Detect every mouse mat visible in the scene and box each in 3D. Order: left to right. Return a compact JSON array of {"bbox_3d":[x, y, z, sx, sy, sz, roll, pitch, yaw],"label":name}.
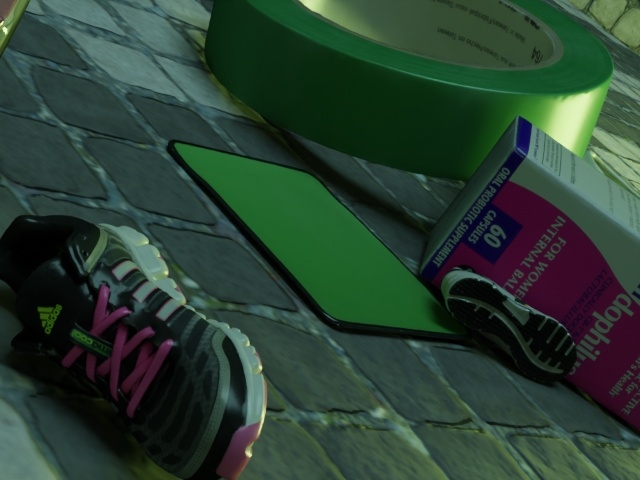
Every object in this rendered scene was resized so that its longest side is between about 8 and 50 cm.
[{"bbox_3d":[0.000,0.000,0.908,0.153,0.007,0.189,11,28,-50],"label":"mouse mat"}]

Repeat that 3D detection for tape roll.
[{"bbox_3d":[0.070,-0.152,1.148,0.321,0.077,0.321,13,26,-6],"label":"tape roll"}]

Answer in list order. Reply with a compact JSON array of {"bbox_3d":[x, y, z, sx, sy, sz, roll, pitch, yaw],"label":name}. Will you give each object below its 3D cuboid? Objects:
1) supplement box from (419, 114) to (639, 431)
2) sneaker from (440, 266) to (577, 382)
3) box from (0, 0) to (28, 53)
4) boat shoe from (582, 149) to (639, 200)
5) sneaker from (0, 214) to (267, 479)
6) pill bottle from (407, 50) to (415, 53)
[{"bbox_3d":[0.191,0.029,0.980,0.220,0.111,0.114,34,18,-2],"label":"supplement box"},{"bbox_3d":[0.121,0.051,0.923,0.109,0.040,0.044,39,6,-19],"label":"sneaker"},{"bbox_3d":[-0.247,-0.115,0.590,0.232,0.127,0.148,29,19,-14],"label":"box"},{"bbox_3d":[0.312,0.022,1.248,0.267,0.088,0.096,42,20,25],"label":"boat shoe"},{"bbox_3d":[-0.085,0.039,0.580,0.075,0.063,0.170,18,19,-41],"label":"sneaker"},{"bbox_3d":[0.056,-0.164,1.324,0.116,0.065,0.065,40,19,19],"label":"pill bottle"}]
